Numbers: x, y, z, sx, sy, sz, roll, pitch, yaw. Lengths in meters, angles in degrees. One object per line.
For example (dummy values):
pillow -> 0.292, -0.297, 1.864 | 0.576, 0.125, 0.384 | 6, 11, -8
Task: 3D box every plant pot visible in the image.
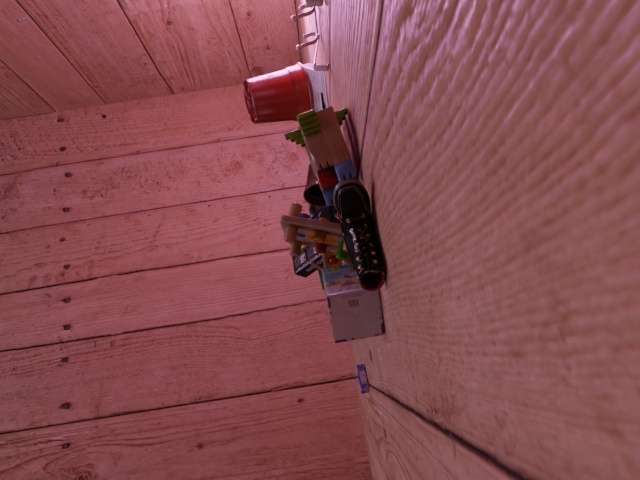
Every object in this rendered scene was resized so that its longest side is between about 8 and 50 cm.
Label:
plant pot -> 0.007, -0.261, 1.942 | 0.167, 0.167, 0.165 | 83, -175, -57
plant pot -> -0.206, -0.668, 2.058 | 0.272, 0.265, 0.272 | 165, 90, -75

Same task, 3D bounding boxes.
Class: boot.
boot -> 0.097, -0.010, 1.028 | 0.236, 0.086, 0.178 | 73, -177, -48

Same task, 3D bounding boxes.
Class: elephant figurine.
elephant figurine -> -0.006, -0.167, 2.347 | 0.186, 0.170, 0.239 | 57, -141, -53

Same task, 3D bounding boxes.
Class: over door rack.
over door rack -> -0.048, -0.785, 1.575 | 0.239, 0.108, 0.324 | 81, 179, -46

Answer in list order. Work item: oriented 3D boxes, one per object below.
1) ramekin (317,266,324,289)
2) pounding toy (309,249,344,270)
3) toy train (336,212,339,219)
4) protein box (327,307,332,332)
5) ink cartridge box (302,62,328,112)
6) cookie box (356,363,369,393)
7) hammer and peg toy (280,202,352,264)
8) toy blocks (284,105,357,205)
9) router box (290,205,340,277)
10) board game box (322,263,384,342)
ramekin -> 0.048, 0.101, 2.349 | 0.303, 0.148, 0.303 | 167, 90, -90
pounding toy -> 0.049, 0.093, 1.763 | 0.094, 0.181, 0.205 | -101, 2, -58
toy train -> 0.081, -0.136, 1.789 | 0.166, 0.046, 0.125 | -106, 7, -85
protein box -> 0.097, 0.279, 2.017 | 0.201, 0.136, 0.199 | -100, 2, -55
ink cartridge box -> -0.004, -0.645, 2.038 | 0.385, 0.091, 0.307 | -134, 32, -58
cookie box -> 0.205, 0.670, 2.134 | 0.091, 0.040, 0.107 | 82, 179, -46
hammer and peg toy -> 0.000, 0.000, 1.486 | 0.361, 0.266, 0.127 | 88, -168, -74
toy blocks -> 0.029, -0.220, 1.284 | 0.381, 0.191, 0.260 | -102, -8, -86
router box -> -0.017, 0.002, 2.142 | 0.081, 0.309, 0.242 | 22, -134, -38
board game box -> 0.089, 0.174, 1.313 | 0.275, 0.145, 0.141 | -101, 2, -78
